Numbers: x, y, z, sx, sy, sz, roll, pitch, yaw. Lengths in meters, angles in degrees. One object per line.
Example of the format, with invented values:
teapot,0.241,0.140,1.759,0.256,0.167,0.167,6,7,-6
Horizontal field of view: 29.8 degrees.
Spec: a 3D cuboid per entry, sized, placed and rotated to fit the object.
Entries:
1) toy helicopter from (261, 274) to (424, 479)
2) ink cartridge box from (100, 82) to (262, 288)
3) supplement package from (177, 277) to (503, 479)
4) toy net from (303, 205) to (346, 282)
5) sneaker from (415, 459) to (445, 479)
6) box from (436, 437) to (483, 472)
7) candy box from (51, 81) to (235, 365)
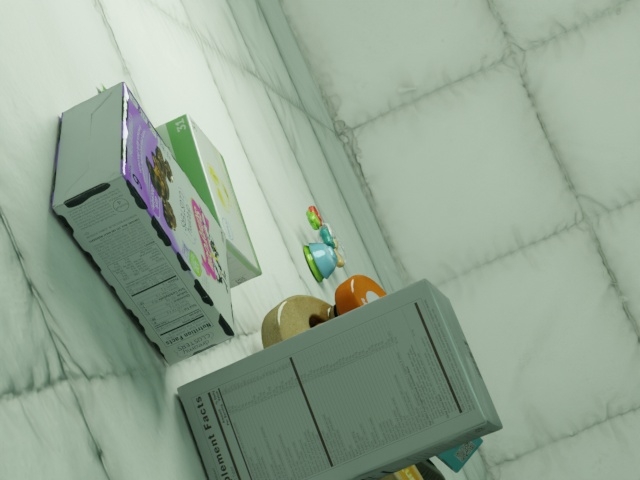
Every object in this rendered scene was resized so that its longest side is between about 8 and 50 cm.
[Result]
toy helicopter,0.047,0.221,1.390,0.355,0.140,0.235,57,27,6
ink cartridge box,-0.147,-0.062,1.307,0.235,0.056,0.171,53,15,-63
supplement package,0.020,0.150,1.080,0.134,0.244,0.139,37,31,-72
toy net,0.000,0.000,2.086,0.122,0.045,0.232,63,7,-1
sneaker,0.081,0.291,1.710,0.222,0.083,0.118,48,-3,-39
box,0.113,0.223,1.701,0.244,0.060,0.100,36,-6,44
candy box,-0.154,-0.015,1.068,0.196,0.070,0.165,59,10,-35
